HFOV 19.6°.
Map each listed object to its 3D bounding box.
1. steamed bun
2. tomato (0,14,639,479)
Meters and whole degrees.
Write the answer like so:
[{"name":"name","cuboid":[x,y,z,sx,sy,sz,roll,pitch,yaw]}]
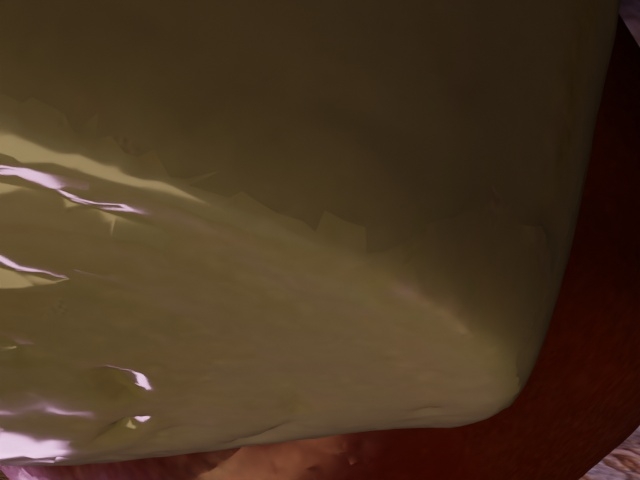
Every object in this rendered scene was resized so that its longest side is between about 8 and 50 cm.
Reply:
[{"name":"steamed bun","cuboid":[-0.142,-0.145,0.496,0.456,0.371,0.290,9,159,15]},{"name":"tomato","cuboid":[0.000,0.000,0.841,0.341,0.341,0.273,2,159,39]}]
